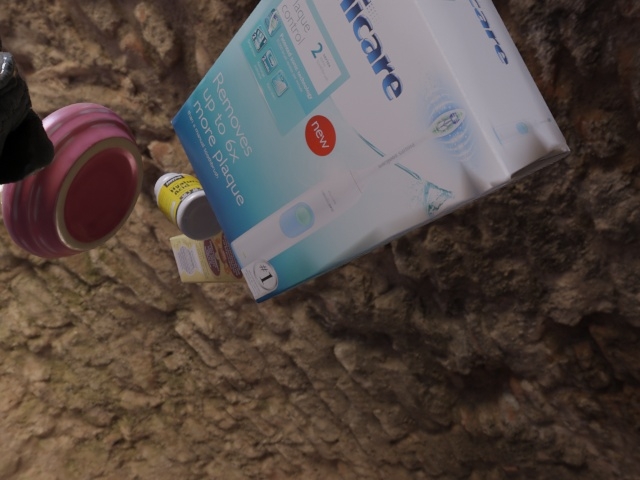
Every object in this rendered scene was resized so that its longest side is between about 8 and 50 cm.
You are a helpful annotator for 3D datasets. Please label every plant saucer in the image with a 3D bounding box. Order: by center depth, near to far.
[{"bbox_3d":[-0.474,-0.107,0.987,0.084,0.332,0.332,23,-27,9],"label":"plant saucer"}]

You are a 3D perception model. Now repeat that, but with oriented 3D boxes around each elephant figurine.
[{"bbox_3d":[-0.373,-0.138,0.514,0.186,0.239,0.169,46,-33,-19],"label":"elephant figurine"}]

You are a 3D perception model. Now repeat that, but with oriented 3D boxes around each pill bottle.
[{"bbox_3d":[-0.173,-0.049,0.627,0.116,0.065,0.065,32,-25,47],"label":"pill bottle"}]

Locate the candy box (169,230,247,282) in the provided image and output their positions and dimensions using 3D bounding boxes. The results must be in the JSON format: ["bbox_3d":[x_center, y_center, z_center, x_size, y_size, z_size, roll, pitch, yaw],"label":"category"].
[{"bbox_3d":[-0.080,0.000,0.746,0.317,0.183,0.087,-6,-79,51],"label":"candy box"}]

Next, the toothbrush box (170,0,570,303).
[{"bbox_3d":[0.018,-0.094,0.432,0.296,0.126,0.216,-28,-94,45],"label":"toothbrush box"}]
